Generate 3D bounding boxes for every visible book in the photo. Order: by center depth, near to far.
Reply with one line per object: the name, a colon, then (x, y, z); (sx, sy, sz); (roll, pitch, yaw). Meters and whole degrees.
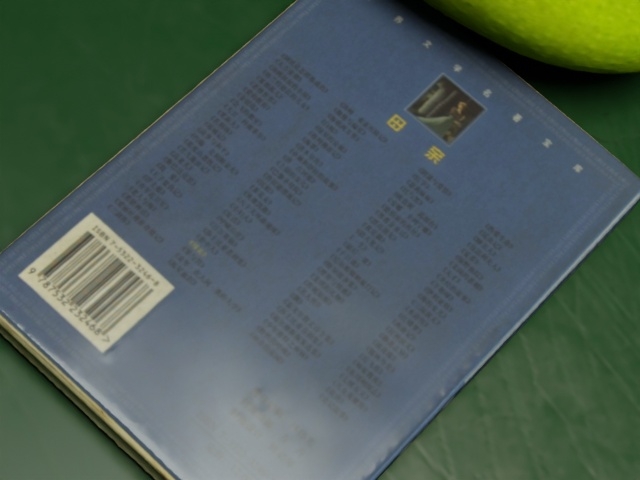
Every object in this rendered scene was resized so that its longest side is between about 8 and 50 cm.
book: (0.000, 0.000, 0.748); (0.191, 0.025, 0.269); (41, 65, 10)

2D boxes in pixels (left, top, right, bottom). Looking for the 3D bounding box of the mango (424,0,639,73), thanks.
mango: (0.070, -0.216, 0.793); (0.192, 0.156, 0.343); (-30, 76, -32)
